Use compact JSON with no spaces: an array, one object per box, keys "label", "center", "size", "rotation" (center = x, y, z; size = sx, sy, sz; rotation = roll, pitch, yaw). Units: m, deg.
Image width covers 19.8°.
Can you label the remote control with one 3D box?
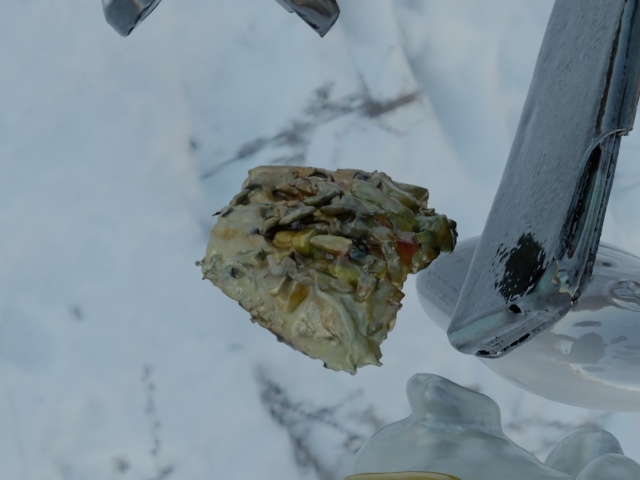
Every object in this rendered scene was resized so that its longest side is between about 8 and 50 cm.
[{"label":"remote control","center":[0.206,0.060,1.480],"size":[0.221,0.332,0.103],"rotation":[1,103,-18]}]

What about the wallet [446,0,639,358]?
[{"label":"wallet","center":[0.164,-0.087,1.171],"size":[0.045,0.172,0.318],"rotation":[21,70,-9]}]

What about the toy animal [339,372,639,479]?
[{"label":"toy animal","center":[0.029,0.179,0.728],"size":[0.325,0.209,0.154],"rotation":[-66,154,-56]}]

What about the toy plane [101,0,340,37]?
[{"label":"toy plane","center":[-0.082,-0.129,0.642],"size":[0.204,0.103,0.316],"rotation":[41,15,-5]}]

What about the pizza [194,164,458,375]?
[{"label":"pizza","center":[0.000,0.000,1.135],"size":[0.226,0.147,0.069],"rotation":[-49,153,-62]}]
